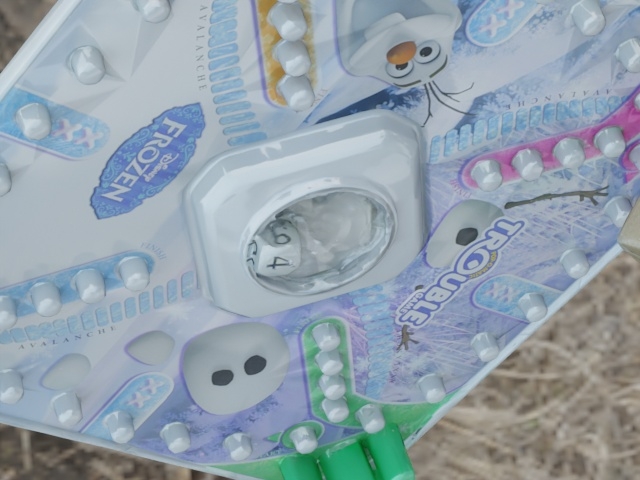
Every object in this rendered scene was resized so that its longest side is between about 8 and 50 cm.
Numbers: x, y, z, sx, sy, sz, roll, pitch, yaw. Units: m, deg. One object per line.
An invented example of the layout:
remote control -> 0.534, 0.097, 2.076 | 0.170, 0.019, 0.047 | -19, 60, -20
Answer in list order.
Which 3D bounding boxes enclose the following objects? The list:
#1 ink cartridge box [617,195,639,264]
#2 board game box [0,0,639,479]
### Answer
ink cartridge box -> 0.261, -0.036, 0.702 | 0.234, 0.088, 0.193 | 19, 76, 54
board game box -> 0.000, 0.000, 0.906 | 0.390, 0.390, 0.050 | -46, 45, 26
